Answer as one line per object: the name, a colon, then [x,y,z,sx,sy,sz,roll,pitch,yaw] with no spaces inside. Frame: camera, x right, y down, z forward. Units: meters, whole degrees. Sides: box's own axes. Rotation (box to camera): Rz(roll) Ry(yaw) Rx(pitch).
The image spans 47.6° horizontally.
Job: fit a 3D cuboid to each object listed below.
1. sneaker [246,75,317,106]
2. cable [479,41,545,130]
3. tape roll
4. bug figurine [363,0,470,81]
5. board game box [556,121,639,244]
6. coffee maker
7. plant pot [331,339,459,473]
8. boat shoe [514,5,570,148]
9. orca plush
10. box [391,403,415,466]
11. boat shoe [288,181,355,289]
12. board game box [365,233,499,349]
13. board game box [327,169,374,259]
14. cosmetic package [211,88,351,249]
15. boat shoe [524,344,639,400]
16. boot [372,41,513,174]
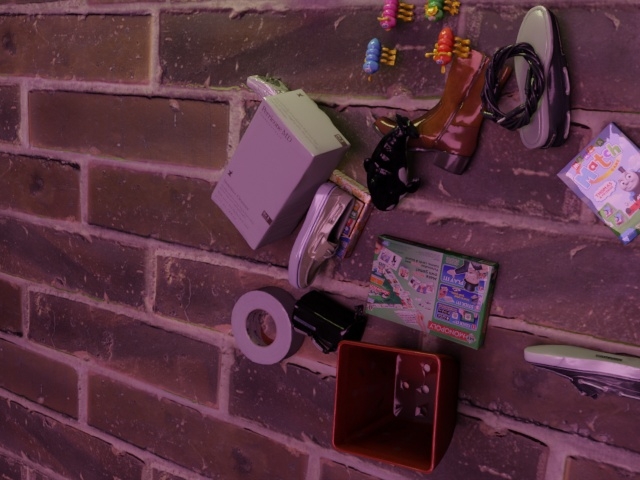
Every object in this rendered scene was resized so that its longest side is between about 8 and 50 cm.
sneaker: [-0.122,-0.368,1.978,0.232,0.090,0.115,36,118,25]
cable: [0.414,-0.333,1.563,0.150,0.047,0.184,45,128,43]
tape roll: [-0.152,0.245,2.098,0.219,0.072,0.219,6,100,33]
bug figurine: [0.213,-0.491,1.717,0.279,0.072,0.216,1,80,34]
board game box: [0.638,-0.121,1.546,0.211,0.039,0.160,51,120,17]
coffee maker: [0.024,0.208,1.956,0.178,0.120,0.171,29,104,27]
plant pot: [0.208,0.380,1.774,0.267,0.236,0.267,4,92,32]
boat shoe: [0.490,-0.352,1.580,0.114,0.091,0.302,-157,65,-63]
orca plush: [0.165,-0.157,1.735,0.151,0.102,0.287,36,144,3]
box: [0.147,0.494,1.971,0.201,0.021,0.164,28,111,26]
boat shoe: [0.000,0.000,1.887,0.094,0.109,0.302,27,110,26]
board game box: [0.271,0.123,1.818,0.317,0.046,0.213,16,107,30]
board game box: [0.051,-0.070,1.933,0.147,0.045,0.193,36,115,24]
cosmetic package: [-0.112,-0.182,1.910,0.217,0.156,0.385,49,134,17]
boat shoe: [0.599,0.299,1.601,0.301,0.108,0.102,6,99,25]
boot: [0.279,-0.331,1.717,0.264,0.096,0.280,31,111,28]
